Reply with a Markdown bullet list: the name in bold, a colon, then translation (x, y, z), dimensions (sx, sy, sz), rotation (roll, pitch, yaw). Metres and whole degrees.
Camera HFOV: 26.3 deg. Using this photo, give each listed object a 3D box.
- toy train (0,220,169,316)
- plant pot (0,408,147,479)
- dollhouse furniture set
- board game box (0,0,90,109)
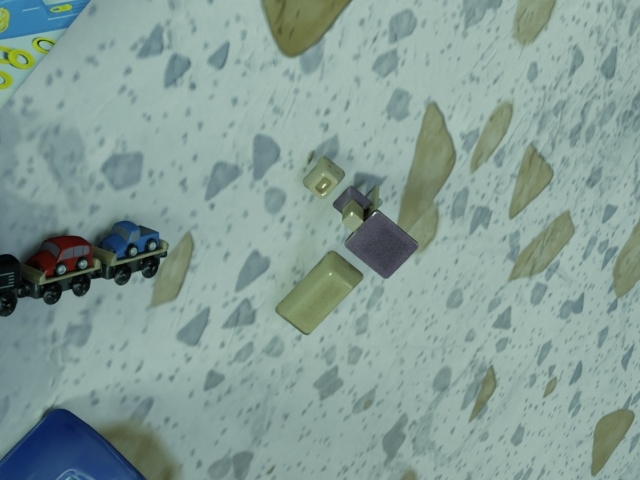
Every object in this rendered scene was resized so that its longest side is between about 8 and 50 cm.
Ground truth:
- **toy train**: translation (-0.149, 0.014, 0.787), dimensions (0.158, 0.027, 0.036), rotation (-15, 115, -48)
- **plant pot**: translation (-0.131, 0.285, 0.839), dimensions (0.236, 0.212, 0.236), rotation (-47, 146, -21)
- **dollhouse furniture set**: translation (0.000, 0.000, 0.994), dimensions (0.114, 0.091, 0.081), rotation (-47, -167, 18)
- **board game box**: translation (-0.168, -0.175, 0.450), dimensions (0.302, 0.086, 0.308), rotation (-44, 154, 26)
